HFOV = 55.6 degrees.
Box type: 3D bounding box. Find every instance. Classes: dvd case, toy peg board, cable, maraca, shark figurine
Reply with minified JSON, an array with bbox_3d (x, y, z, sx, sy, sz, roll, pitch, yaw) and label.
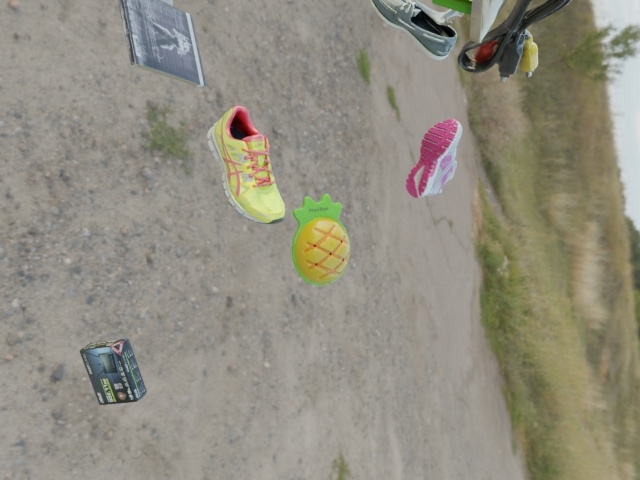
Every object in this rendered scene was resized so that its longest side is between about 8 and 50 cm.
[{"bbox_3d":[-0.317,-0.408,1.226,0.221,0.018,0.164,-5,82,-64],"label":"dvd case"},{"bbox_3d":[0.199,-0.363,0.740,0.161,0.079,0.160,-58,158,-15],"label":"toy peg board"},{"bbox_3d":[0.306,-0.346,0.974,0.287,0.140,0.072,83,20,-71],"label":"cable"},{"bbox_3d":[0.000,0.000,1.228,0.127,0.099,0.185,-11,103,-25],"label":"maraca"},{"bbox_3d":[0.343,-0.575,1.344,0.116,0.278,0.166,58,13,-5],"label":"shark figurine"}]

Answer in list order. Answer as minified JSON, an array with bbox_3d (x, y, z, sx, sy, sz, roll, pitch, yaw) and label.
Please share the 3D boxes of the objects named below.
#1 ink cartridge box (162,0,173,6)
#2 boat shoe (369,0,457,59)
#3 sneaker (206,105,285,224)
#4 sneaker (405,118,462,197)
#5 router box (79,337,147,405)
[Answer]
[{"bbox_3d":[-0.395,-0.576,1.385,0.180,0.104,0.060,150,-65,-79],"label":"ink cartridge box"},{"bbox_3d":[0.283,-0.686,1.839,0.319,0.099,0.116,42,69,-1],"label":"boat shoe"},{"bbox_3d":[-0.111,-0.121,0.953,0.082,0.094,0.208,-17,71,-41],"label":"sneaker"},{"bbox_3d":[0.352,-0.240,1.806,0.111,0.103,0.252,4,121,-41],"label":"sneaker"},{"bbox_3d":[-0.399,0.253,1.170,0.038,0.092,0.122,-42,118,-66],"label":"router box"}]
